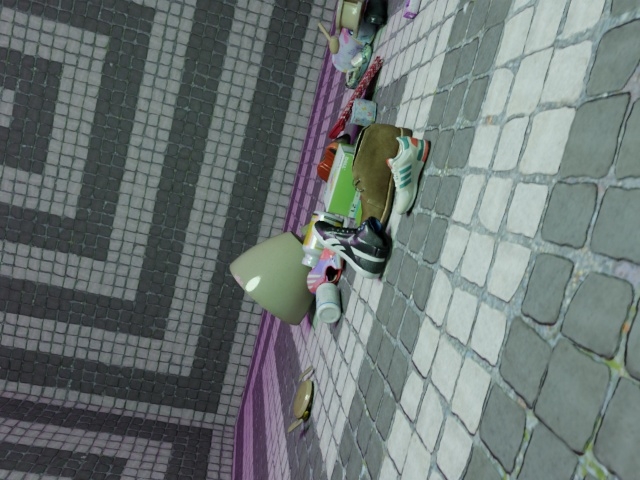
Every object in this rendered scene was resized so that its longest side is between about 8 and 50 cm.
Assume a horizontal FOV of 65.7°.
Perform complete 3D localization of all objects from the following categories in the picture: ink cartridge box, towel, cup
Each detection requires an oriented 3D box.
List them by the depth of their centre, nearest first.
[{"bbox_3d":[0.085,-0.156,1.434,0.255,0.097,0.188,-98,23,-66],"label":"ink cartridge box"},{"bbox_3d":[0.115,-0.473,1.673,0.275,0.031,0.199,-60,8,-3],"label":"towel"},{"bbox_3d":[-0.124,0.106,1.781,0.237,0.331,0.331,-49,13,4],"label":"cup"}]

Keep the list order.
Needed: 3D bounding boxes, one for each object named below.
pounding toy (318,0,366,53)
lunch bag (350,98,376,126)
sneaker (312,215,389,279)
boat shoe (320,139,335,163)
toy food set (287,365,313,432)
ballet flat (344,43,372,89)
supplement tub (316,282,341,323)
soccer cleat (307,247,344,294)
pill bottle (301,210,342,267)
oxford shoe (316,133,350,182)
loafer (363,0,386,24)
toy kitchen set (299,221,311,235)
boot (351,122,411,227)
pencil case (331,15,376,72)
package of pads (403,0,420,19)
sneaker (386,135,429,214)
[{"bbox_3d":[0.072,-0.800,1.717,0.154,0.155,0.269,94,-170,-68],"label":"pounding toy"},{"bbox_3d":[0.135,-0.400,1.540,0.053,0.071,0.083,116,162,-67],"label":"lunch bag"},{"bbox_3d":[0.079,-0.019,1.151,0.217,0.079,0.121,39,120,31],"label":"sneaker"},{"bbox_3d":[0.046,-0.367,2.101,0.153,0.048,0.056,-55,11,49],"label":"boat shoe"},{"bbox_3d":[-0.048,0.496,1.542,0.132,0.038,0.192,126,161,-49],"label":"toy food set"},{"bbox_3d":[0.136,-0.644,1.853,0.188,0.070,0.070,110,168,-47],"label":"ballet flat"},{"bbox_3d":[0.022,0.180,1.428,0.107,0.071,0.071,-94,20,-58],"label":"supplement tub"},{"bbox_3d":[0.014,0.115,1.550,0.248,0.083,0.095,114,154,-47],"label":"soccer cleat"},{"bbox_3d":[0.000,0.000,1.645,0.103,0.103,0.184,-169,97,-80],"label":"pill bottle"},{"bbox_3d":[0.060,-0.299,1.852,0.098,0.097,0.271,-54,1,-24],"label":"oxford shoe"},{"bbox_3d":[0.191,-0.809,1.730,0.223,0.076,0.078,-84,3,-52],"label":"loafer"},{"bbox_3d":[-0.039,-0.041,2.081,0.068,0.083,0.075,62,175,-9],"label":"toy kitchen set"},{"bbox_3d":[0.116,-0.127,1.180,0.112,0.115,0.305,-122,43,-70],"label":"boot"},{"bbox_3d":[0.127,-0.762,1.932,0.113,0.124,0.273,-34,2,-14],"label":"pencil case"},{"bbox_3d":[0.249,-0.641,1.324,0.050,0.032,0.083,-146,69,-81],"label":"package of pads"},{"bbox_3d":[0.165,-0.136,1.018,0.057,0.075,0.161,-118,42,-75],"label":"sneaker"}]
